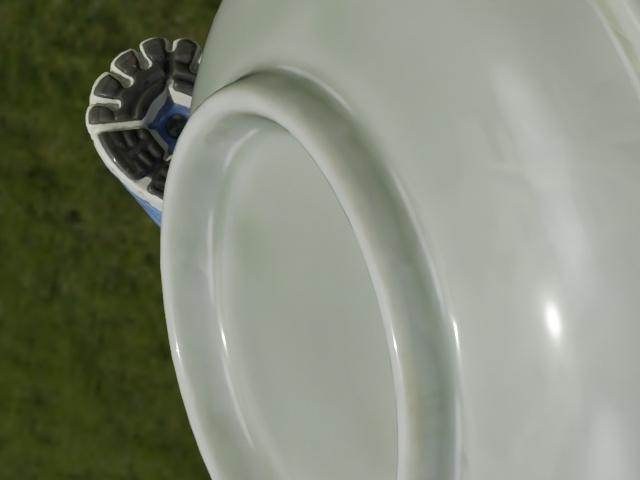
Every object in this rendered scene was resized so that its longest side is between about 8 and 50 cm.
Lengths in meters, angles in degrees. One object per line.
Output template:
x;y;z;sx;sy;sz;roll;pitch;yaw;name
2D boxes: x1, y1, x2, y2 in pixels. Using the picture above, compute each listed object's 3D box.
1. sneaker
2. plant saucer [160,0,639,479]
0.000;0.000;1.238;0.330;0.130;0.147;39;170;5;sneaker
0.022;0.033;0.790;0.100;0.400;0.400;-11;163;-27;plant saucer
